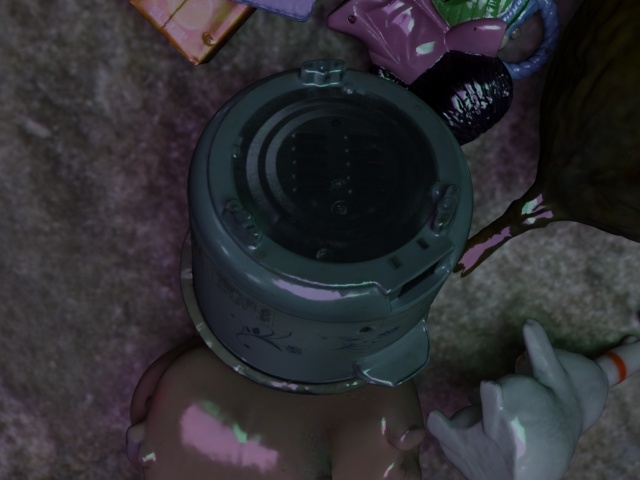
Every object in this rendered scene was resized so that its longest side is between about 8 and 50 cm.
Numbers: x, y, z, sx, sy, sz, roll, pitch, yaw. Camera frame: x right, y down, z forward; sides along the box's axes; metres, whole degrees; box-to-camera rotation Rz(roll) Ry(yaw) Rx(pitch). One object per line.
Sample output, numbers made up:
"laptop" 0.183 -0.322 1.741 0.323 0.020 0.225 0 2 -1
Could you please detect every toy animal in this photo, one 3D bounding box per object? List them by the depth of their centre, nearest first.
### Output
"toy animal" 0.245 0.168 0.860 0.138 0.282 0.141 46 135 15
"toy animal" -0.050 0.199 0.861 0.326 0.269 0.237 -6 112 -29

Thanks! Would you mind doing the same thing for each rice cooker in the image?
"rice cooker" 0.000 0.000 0.744 0.264 0.316 0.317 -36 106 -22

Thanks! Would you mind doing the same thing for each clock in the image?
"clock" 0.134 -0.207 0.775 0.194 0.100 0.195 -36 104 11

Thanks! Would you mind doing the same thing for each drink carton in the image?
"drink carton" -0.079 -0.286 0.774 0.096 0.071 0.223 43 104 -10

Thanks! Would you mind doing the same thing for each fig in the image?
"fig" 0.279 -0.070 0.700 0.368 0.286 0.286 -41 102 7

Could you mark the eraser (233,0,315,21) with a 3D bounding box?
"eraser" -0.106 -0.274 0.722 0.224 0.036 0.082 17 108 -3
